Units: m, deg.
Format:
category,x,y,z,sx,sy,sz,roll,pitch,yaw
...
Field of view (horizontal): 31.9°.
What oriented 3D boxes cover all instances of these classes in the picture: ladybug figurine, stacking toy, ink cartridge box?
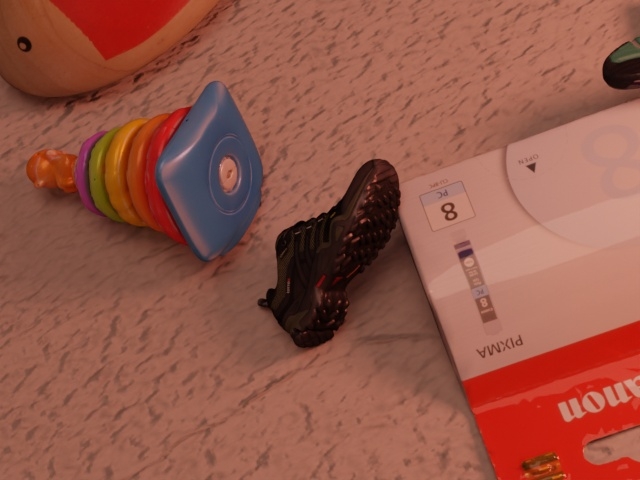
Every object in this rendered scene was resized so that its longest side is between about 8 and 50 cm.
category,x,y,z,sx,sy,sz,roll,pitch,yaw
ladybug figurine,-0.278,-0.391,1.509,0.305,0.162,0.449,34,74,27
stacking toy,-0.235,-0.081,1.350,0.301,0.166,0.175,2,47,27
ink cartridge box,0.274,0.060,1.167,0.308,0.091,0.385,-19,57,3

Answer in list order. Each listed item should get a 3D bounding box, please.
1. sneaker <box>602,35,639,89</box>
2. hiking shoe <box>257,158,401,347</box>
category,x,y,z,sx,sy,sz,roll,pitch,yaw
sneaker,0.419,-0.184,1.240,0.223,0.098,0.083,-16,40,-7
hiking shoe,0.000,0.000,1.232,0.114,0.086,0.227,36,105,33
